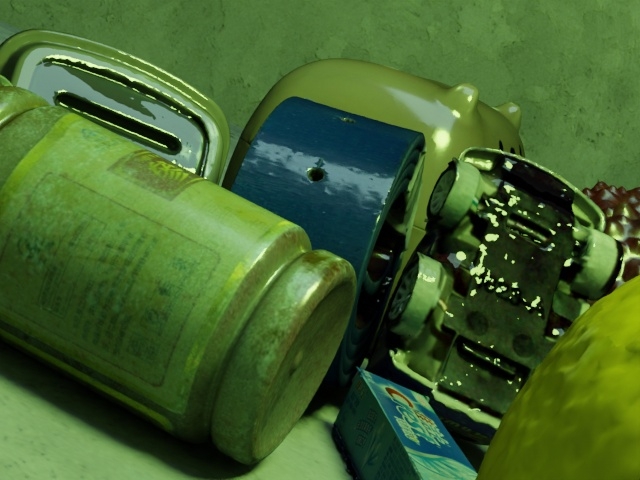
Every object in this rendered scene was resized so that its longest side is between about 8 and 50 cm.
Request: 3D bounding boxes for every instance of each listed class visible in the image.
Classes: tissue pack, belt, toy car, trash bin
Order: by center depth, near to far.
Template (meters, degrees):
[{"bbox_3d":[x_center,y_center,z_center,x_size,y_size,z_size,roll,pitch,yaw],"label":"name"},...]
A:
[{"bbox_3d":[0.000,0.000,1.139,0.117,0.212,0.347,16,3,8],"label":"belt"},{"bbox_3d":[0.132,0.051,1.189,0.172,0.235,0.158,26,-26,-13],"label":"toy car"},{"bbox_3d":[-0.203,-0.076,1.227,0.209,0.182,0.290,21,4,-19],"label":"trash bin"},{"bbox_3d":[0.065,-0.051,1.512,0.267,0.277,0.387,24,6,17],"label":"tissue pack"}]

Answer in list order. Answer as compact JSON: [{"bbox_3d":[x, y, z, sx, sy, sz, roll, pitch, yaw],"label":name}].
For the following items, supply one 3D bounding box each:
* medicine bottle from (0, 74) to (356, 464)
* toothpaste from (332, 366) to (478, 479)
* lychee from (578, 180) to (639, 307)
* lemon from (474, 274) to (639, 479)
[{"bbox_3d":[-0.148,0.007,0.920,0.322,0.151,0.151,27,8,14],"label":"medicine bottle"},{"bbox_3d":[0.064,0.154,0.953,0.066,0.053,0.272,23,8,-13],"label":"toothpaste"},{"bbox_3d":[0.260,0.077,1.378,0.264,0.300,0.264,27,-35,21],"label":"lychee"},{"bbox_3d":[0.209,0.140,0.556,0.336,0.336,0.336,24,8,-4],"label":"lemon"}]
